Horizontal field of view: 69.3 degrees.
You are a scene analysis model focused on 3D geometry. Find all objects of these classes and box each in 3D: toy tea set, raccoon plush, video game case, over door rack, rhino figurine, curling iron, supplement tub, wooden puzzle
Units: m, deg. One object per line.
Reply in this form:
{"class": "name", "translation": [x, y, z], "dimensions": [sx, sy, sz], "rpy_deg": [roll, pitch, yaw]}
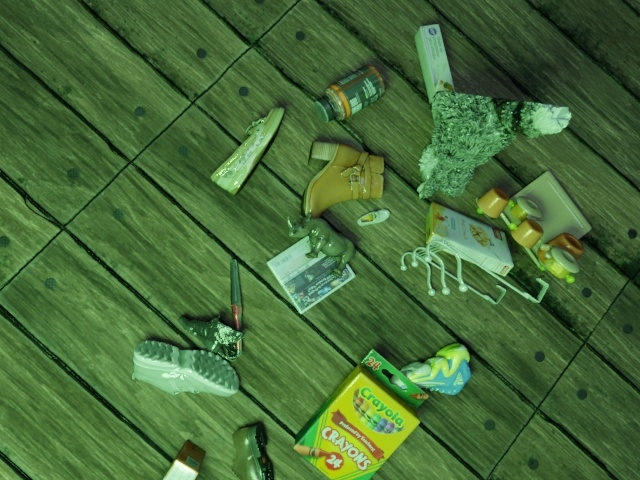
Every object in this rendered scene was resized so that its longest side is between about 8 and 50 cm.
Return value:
{"class": "toy tea set", "translation": [0.573, -0.011, 1.297], "dimensions": [0.200, 0.124, 0.336], "rpy_deg": [-19, 61, -44]}
{"class": "raccoon plush", "translation": [0.389, -0.216, 1.188], "dimensions": [0.216, 0.446, 0.299], "rpy_deg": [5, 109, -9]}
{"class": "video game case", "translation": [-0.026, 0.083, 1.303], "dimensions": [0.190, 0.022, 0.173], "rpy_deg": [-33, 87, -11]}
{"class": "over door rack", "translation": [0.390, 0.110, 1.239], "dimensions": [0.324, 0.239, 0.108], "rpy_deg": [22, 79, -3]}
{"class": "rhino figurine", "translation": [0.000, 0.000, 1.232], "dimensions": [0.243, 0.073, 0.106], "rpy_deg": [36, 74, -30]}
{"class": "curling iron", "translation": [-0.241, 0.187, 1.255], "dimensions": [0.068, 0.035, 0.274], "rpy_deg": [3, 82, -6]}
{"class": "supplement tub", "translation": [0.082, -0.419, 1.342], "dimensions": [0.198, 0.106, 0.106], "rpy_deg": [-32, 87, -10]}
{"class": "wooden puzzle", "translation": [0.673, -0.065, 1.401], "dimensions": [0.239, 0.044, 0.221], "rpy_deg": [-34, 87, -15]}

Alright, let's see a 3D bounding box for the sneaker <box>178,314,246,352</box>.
{"class": "sneaker", "translation": [-0.287, 0.227, 1.218], "dimensions": [0.170, 0.051, 0.089], "rpy_deg": [36, 88, 16]}

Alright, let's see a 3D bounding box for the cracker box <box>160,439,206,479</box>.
{"class": "cracker box", "translation": [-0.376, 0.623, 1.119], "dimensions": [0.067, 0.156, 0.232], "rpy_deg": [34, 80, -2]}

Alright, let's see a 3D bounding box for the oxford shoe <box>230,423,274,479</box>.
{"class": "oxford shoe", "translation": [-0.178, 0.595, 1.196], "dimensions": [0.096, 0.083, 0.227], "rpy_deg": [-14, 83, 10]}

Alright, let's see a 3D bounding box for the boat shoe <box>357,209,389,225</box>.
{"class": "boat shoe", "translation": [0.155, -0.068, 1.338], "dimensions": [0.100, 0.035, 0.035], "rpy_deg": [-14, 84, -8]}

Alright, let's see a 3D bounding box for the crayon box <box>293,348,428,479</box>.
{"class": "crayon box", "translation": [0.107, 0.468, 1.197], "dimensions": [0.202, 0.081, 0.318], "rpy_deg": [39, 95, 0]}

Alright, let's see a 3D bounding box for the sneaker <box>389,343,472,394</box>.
{"class": "sneaker", "translation": [0.315, 0.384, 1.269], "dimensions": [0.240, 0.091, 0.126], "rpy_deg": [-24, 91, -7]}

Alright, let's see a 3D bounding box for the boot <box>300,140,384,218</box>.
{"class": "boot", "translation": [0.063, -0.136, 1.313], "dimensions": [0.220, 0.109, 0.283], "rpy_deg": [11, 74, -9]}

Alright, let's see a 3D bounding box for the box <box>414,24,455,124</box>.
{"class": "box", "translation": [0.356, -0.488, 1.404], "dimensions": [0.063, 0.067, 0.323], "rpy_deg": [-11, 83, -9]}

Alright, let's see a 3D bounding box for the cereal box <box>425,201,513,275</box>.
{"class": "cereal box", "translation": [0.414, -0.008, 1.305], "dimensions": [0.240, 0.047, 0.173], "rpy_deg": [22, 35, -4]}

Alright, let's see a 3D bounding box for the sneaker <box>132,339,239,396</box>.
{"class": "sneaker", "translation": [-0.350, 0.349, 1.207], "dimensions": [0.281, 0.105, 0.115], "rpy_deg": [22, 114, -8]}

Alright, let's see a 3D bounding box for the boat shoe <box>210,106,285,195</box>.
{"class": "boat shoe", "translation": [-0.195, -0.264, 1.287], "dimensions": [0.089, 0.104, 0.285], "rpy_deg": [32, 81, -5]}
